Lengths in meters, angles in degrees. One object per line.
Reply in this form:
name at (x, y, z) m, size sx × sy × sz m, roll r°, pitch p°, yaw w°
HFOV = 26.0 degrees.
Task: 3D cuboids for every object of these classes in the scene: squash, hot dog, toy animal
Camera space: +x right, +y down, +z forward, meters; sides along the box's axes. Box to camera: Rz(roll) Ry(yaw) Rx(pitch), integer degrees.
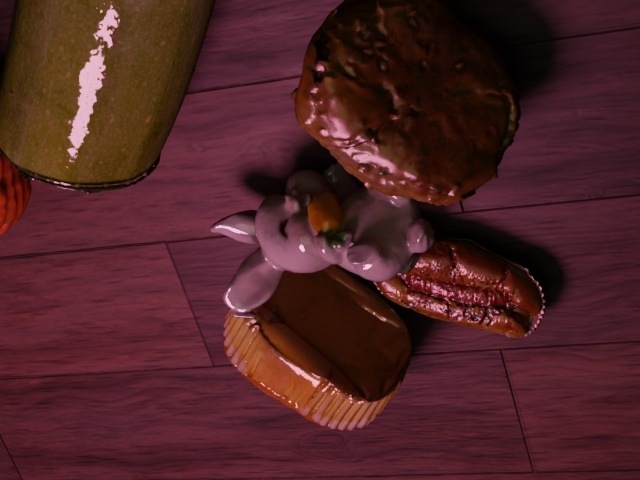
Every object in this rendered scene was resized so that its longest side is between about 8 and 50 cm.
squash at (-0.294, -0.278, 1.889) m, size 0.263 × 0.263 × 0.384 m, roll 25°, pitch 128°, yaw 2°
hot dog at (0.205, 0.061, 2.051) m, size 0.268 × 0.075 × 0.144 m, roll 17°, pitch 129°, yaw 12°
toy animal at (0.002, -0.007, 2.001) m, size 0.325 × 0.208 × 0.154 m, roll -25°, pitch 150°, yaw 22°

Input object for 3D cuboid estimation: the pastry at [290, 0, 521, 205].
pastry at (0.110, -0.190, 1.837) m, size 0.311 × 0.162 × 0.255 m, roll 44°, pitch 86°, yaw -15°

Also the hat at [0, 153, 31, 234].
hat at (-0.561, -0.195, 2.061) m, size 0.285 × 0.285 × 0.400 m, roll 12°, pitch 114°, yaw 12°

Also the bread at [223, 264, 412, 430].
bread at (-0.008, 0.159, 2.134) m, size 0.288 × 0.204 × 0.156 m, roll 30°, pitch 145°, yaw 2°
